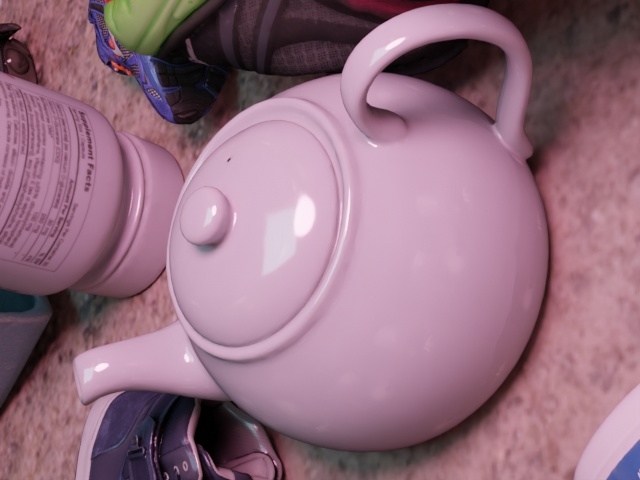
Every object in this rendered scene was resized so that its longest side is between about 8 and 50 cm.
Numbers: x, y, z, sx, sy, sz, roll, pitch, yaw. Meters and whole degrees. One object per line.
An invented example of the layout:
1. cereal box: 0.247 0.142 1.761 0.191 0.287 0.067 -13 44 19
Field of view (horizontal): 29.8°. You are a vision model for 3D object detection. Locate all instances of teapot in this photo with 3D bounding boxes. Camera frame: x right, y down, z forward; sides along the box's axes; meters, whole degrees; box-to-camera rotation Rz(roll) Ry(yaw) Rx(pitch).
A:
1. teapot: 0.000 0.000 0.716 0.253 0.187 0.255 6 81 45

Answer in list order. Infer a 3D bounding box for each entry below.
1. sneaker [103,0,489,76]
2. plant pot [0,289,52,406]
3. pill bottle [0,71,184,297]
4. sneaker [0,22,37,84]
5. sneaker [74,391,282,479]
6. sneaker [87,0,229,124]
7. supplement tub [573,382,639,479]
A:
1. sneaker: 0.039 -0.206 0.702 0.483 0.202 0.185 -5 73 60
2. plant pot: -0.419 0.081 1.076 0.247 0.247 0.252 55 132 39
3. pill bottle: -0.252 -0.047 0.907 0.160 0.283 0.160 -16 66 40
4. sneaker: -0.340 -0.181 1.115 0.130 0.227 0.087 -3 80 -2
5. sneaker: -0.108 0.207 0.826 0.163 0.086 0.226 -13 67 44
6. sneaker: -0.139 -0.162 0.995 0.087 0.083 0.221 -60 38 31
7. supplement tub: 0.213 0.143 0.489 0.144 0.144 0.199 -51 47 20
